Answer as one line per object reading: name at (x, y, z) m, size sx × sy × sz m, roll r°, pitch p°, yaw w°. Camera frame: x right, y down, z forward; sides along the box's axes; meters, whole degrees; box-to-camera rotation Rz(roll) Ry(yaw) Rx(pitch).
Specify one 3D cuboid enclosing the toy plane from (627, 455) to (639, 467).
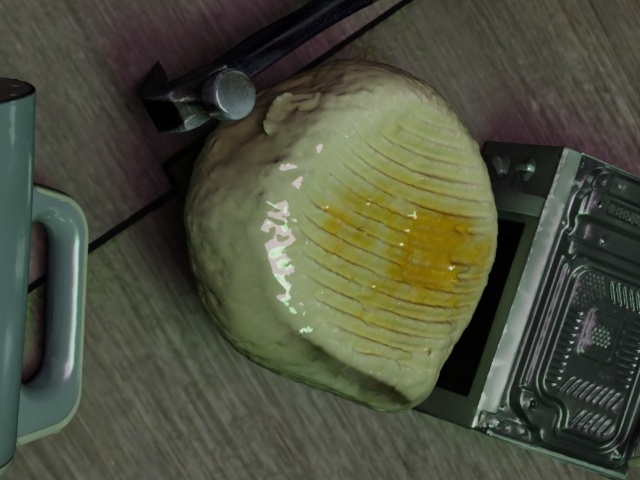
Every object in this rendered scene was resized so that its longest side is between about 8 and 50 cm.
toy plane at (0.303, 0.168, 1.362) m, size 0.286 × 0.092 × 0.108 m, roll 35°, pitch 41°, yaw -51°

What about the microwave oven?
microwave oven at (0.173, 0.049, 1.318) m, size 0.162 × 0.122 × 0.208 m, roll 21°, pitch 87°, yaw -24°

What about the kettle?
kettle at (-0.232, 0.022, 1.138) m, size 0.211 × 0.160 × 0.243 m, roll -19°, pitch 113°, yaw -50°

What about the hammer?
hammer at (-0.002, -0.152, 1.234) m, size 0.290 × 0.137 × 0.037 m, roll -37°, pitch 109°, yaw -31°

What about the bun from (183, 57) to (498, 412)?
bun at (0.000, 0.000, 1.215) m, size 0.244 × 0.153 × 0.243 m, roll 0°, pitch 91°, yaw -47°
